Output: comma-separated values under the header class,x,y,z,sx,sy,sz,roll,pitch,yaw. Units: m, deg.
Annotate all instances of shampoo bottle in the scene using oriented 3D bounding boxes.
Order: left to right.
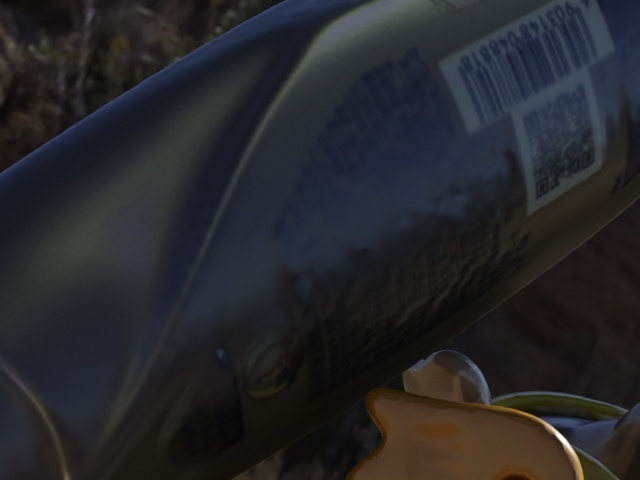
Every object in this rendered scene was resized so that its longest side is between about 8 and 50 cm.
class,x,y,z,sx,sy,sz,roll,pitch,yaw
shampoo bottle,-0.009,-0.005,0.479,0.084,0.350,0.126,17,-48,48

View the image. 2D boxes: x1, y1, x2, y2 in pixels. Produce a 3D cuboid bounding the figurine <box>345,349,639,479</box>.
class,x,y,z,sx,sy,sz,roll,pitch,yaw
figurine,0.089,0.156,0.589,0.187,0.215,0.344,-5,-13,10
